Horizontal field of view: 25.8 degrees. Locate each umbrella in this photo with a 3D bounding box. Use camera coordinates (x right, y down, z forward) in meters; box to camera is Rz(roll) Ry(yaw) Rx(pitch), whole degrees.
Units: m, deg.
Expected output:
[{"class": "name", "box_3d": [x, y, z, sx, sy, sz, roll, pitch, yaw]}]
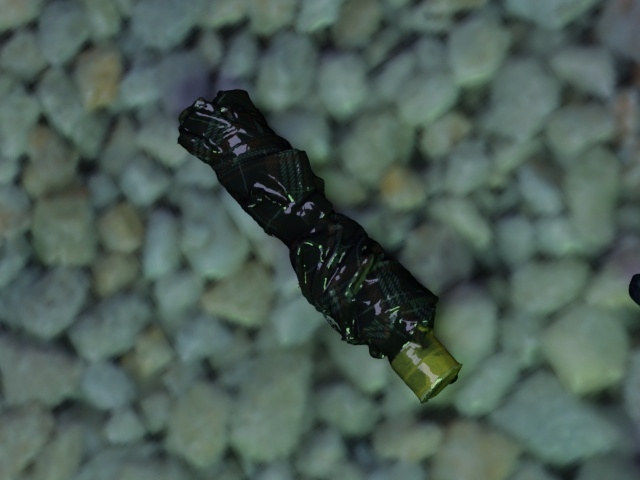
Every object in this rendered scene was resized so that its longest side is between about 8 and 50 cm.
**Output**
[{"class": "umbrella", "box_3d": [0.000, 0.000, 0.525, 0.037, 0.040, 0.144, -43, 74, 3]}]

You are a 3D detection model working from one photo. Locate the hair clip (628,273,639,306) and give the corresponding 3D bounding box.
[{"class": "hair clip", "box_3d": [0.238, 0.033, 0.430, 0.275, 0.048, 0.083, -9, 79, 19]}]
